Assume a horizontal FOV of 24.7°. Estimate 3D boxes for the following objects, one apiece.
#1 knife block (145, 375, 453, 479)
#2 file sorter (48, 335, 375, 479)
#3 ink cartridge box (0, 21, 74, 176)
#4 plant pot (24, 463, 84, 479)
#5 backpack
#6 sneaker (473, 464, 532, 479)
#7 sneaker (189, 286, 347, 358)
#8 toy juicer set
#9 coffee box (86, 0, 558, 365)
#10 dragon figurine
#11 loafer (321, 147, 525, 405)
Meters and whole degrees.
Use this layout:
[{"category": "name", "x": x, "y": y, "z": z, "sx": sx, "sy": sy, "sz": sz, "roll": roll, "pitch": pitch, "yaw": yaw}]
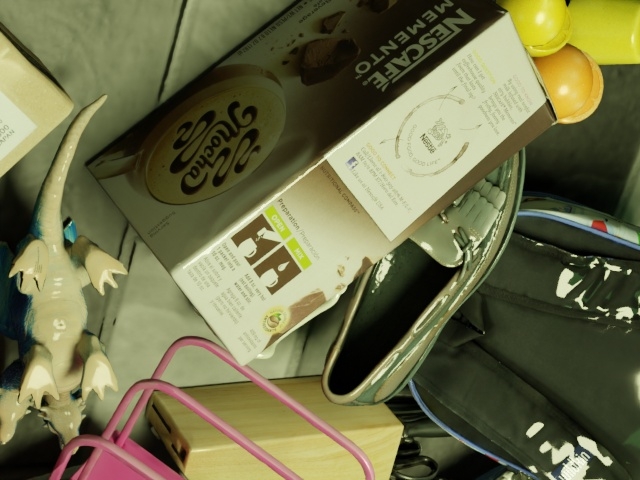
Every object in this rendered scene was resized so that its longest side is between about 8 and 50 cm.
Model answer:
[{"category": "knife block", "x": 0.012, "y": 0.168, "z": 1.302, "sx": 0.242, "sy": 0.088, "sz": 0.275, "roll": -40, "pitch": 132, "yaw": -4}, {"category": "file sorter", "x": -0.117, "y": 0.233, "z": 1.022, "sx": 0.290, "sy": 0.202, "sz": 0.182, "roll": -49, "pitch": 172, "yaw": -50}, {"category": "ink cartridge box", "x": -0.310, "y": -0.081, "z": 0.934, "sx": 0.235, "sy": 0.088, "sz": 0.193, "roll": -43, "pitch": 134, "yaw": 0}, {"category": "plant pot", "x": -0.245, "y": 0.369, "z": 1.179, "sx": 0.247, "sy": 0.248, "sz": 0.252, "roll": -11, "pitch": 141, "yaw": -27}, {"category": "backpack", "x": 0.209, "y": 0.081, "z": 1.268, "sx": 0.263, "sy": 0.213, "sz": 0.276, "roll": 24, "pitch": 98, "yaw": -5}, {"category": "sneaker", "x": 0.097, "y": 0.294, "z": 1.424, "sx": 0.330, "sy": 0.147, "sz": 0.130, "roll": -21, "pitch": 113, "yaw": -42}, {"category": "sneaker", "x": 0.000, "y": 0.000, "z": 1.180, "sx": 0.228, "sy": 0.092, "sz": 0.087, "roll": -47, "pitch": 131, "yaw": 2}, {"category": "toy juicer set", "x": 0.173, "y": -0.241, "z": 1.107, "sx": 0.209, "sy": 0.089, "sz": 0.329, "roll": -49, "pitch": 139, "yaw": -39}, {"category": "coffee box", "x": 0.001, "y": -0.072, "z": 1.082, "sx": 0.297, "sy": 0.168, "sz": 0.119, "roll": -38, "pitch": 132, "yaw": -5}, {"category": "dragon figurine", "x": -0.205, "y": 0.035, "z": 1.077, "sx": 0.085, "sy": 0.144, "sz": 0.289, "roll": -7, "pitch": 104, "yaw": -26}, {"category": "loafer", "x": 0.080, "y": 0.019, "z": 1.160, "sx": 0.267, "sy": 0.096, "sz": 0.084, "roll": -64, "pitch": 165, "yaw": 12}]
